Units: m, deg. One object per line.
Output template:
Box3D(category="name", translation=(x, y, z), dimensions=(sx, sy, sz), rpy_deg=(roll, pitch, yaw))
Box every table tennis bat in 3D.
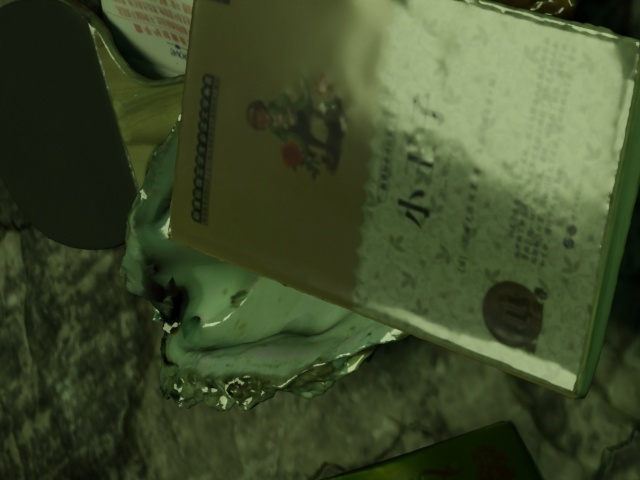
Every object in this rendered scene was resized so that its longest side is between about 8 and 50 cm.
Box3D(category="table tennis bat", translation=(-0.112, -0.062, 0.839), dimensions=(0.246, 0.022, 0.138), rpy_deg=(-2, 107, 52))

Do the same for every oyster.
Box3D(category="oyster", translation=(-0.002, 0.001, 0.709), dimensions=(0.199, 0.087, 0.252), rpy_deg=(34, 132, 24))

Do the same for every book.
Box3D(category="book", translation=(0.027, -0.034, 0.632), dimensions=(0.198, 0.016, 0.138), rpy_deg=(21, 114, 30))

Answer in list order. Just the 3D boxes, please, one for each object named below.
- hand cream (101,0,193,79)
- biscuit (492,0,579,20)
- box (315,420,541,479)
Box3D(category="hand cream", translation=(-0.064, -0.175, 0.760), dimensions=(0.133, 0.083, 0.248), rpy_deg=(27, 128, 42))
Box3D(category="biscuit", translation=(0.055, -0.177, 0.648), dimensions=(0.226, 0.042, 0.226), rpy_deg=(11, 106, 43))
Box3D(category="box", translation=(-0.055, 0.181, 0.739), dimensions=(0.311, 0.173, 0.043), rpy_deg=(-43, 66, 41))
